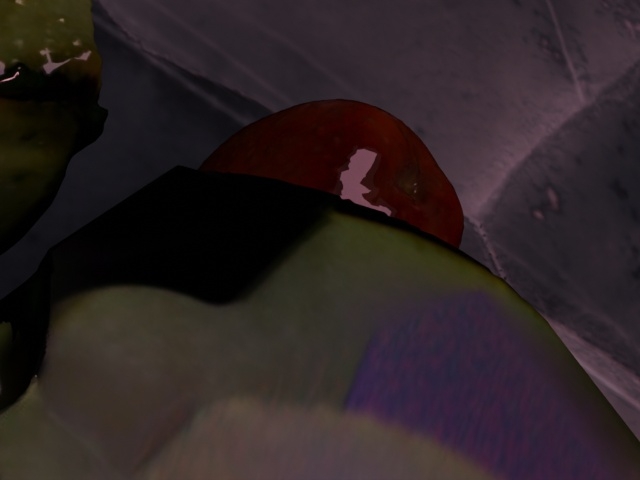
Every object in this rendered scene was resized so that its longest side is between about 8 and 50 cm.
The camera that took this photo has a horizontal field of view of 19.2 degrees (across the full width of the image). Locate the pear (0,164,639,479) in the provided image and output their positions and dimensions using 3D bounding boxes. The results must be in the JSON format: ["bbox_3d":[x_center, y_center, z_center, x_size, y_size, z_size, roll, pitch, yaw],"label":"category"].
[{"bbox_3d":[-0.035,0.189,0.731,0.399,0.165,0.399,18,56,-28],"label":"pear"}]

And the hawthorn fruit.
[{"bbox_3d":[0.000,0.000,0.886,0.133,0.138,0.133,21,50,-27],"label":"hawthorn fruit"}]

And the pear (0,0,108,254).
[{"bbox_3d":[-0.234,-0.121,0.775,0.238,0.164,0.255,-1,60,-26],"label":"pear"}]
